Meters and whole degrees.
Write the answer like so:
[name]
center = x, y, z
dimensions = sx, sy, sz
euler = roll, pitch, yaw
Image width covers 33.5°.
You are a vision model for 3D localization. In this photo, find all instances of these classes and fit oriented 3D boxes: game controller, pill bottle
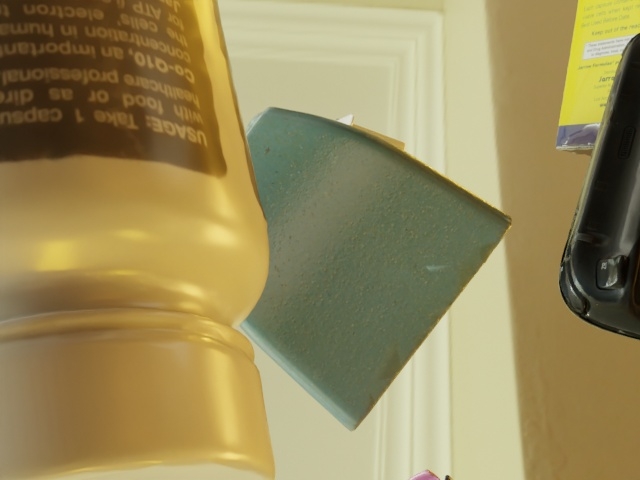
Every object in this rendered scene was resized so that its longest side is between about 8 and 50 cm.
[game controller]
center = 0.299, -0.049, 0.847
dimensions = 0.166, 0.067, 0.319
euler = 20, -123, 7
[pill bottle]
center = -0.138, -0.046, 0.498
dimensions = 0.204, 0.204, 0.361
euler = -9, -114, -10

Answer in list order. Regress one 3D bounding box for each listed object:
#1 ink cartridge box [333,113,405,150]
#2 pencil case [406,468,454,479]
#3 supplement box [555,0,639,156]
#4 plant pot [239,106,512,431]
[ink cartridge box]
center = 0.015, -0.056, 1.599
dimensions = 0.119, 0.353, 0.207
euler = 18, -98, -16
[pencil case]
center = 0.172, 0.314, 0.882
dimensions = 0.284, 0.124, 0.124
euler = 40, -131, -8
[supplement box]
center = 0.412, -0.255, 1.146
dimensions = 0.194, 0.356, 0.195
euler = 11, 177, -29
[plant pot]
center = 0.000, 0.000, 1.079
dimensions = 0.252, 0.248, 0.247
euler = 37, -89, -3
